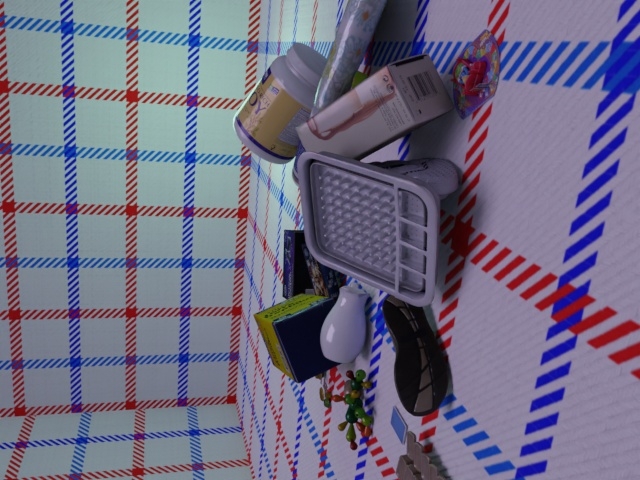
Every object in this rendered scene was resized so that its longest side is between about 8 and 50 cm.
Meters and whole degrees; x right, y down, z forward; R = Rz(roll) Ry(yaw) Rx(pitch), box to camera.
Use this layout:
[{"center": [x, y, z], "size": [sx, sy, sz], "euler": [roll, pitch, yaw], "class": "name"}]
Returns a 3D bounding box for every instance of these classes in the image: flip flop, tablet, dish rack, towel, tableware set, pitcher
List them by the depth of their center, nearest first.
[{"center": [0.105, -0.037, 1.222], "size": [0.333, 0.072, 0.285], "euler": [22, 134, 34], "class": "dish rack"}, {"center": [0.196, 0.235, 1.272], "size": [0.080, 0.112, 0.277], "euler": [68, -173, -54], "class": "flip flop"}, {"center": [0.187, 0.442, 1.443], "size": [0.083, 0.006, 0.054], "euler": [-123, 37, -65], "class": "tablet"}, {"center": [0.079, -0.499, 1.517], "size": [0.374, 0.090, 0.320], "euler": [-82, 12, -69], "class": "towel"}, {"center": [0.074, 0.224, 1.690], "size": [0.178, 0.125, 0.207], "euler": [-48, -28, -83], "class": "pitcher"}, {"center": [0.011, 0.492, 2.046], "size": [0.154, 0.024, 0.104], "euler": [-124, 34, -62], "class": "tableware set"}]

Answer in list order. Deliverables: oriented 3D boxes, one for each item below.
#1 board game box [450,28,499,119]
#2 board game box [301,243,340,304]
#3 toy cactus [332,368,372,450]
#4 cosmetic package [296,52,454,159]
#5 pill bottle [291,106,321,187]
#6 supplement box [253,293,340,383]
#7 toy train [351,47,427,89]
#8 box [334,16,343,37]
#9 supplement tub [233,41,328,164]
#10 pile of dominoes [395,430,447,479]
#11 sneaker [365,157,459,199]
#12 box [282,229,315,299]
[{"center": [0.274, -0.310, 1.125], "size": [0.168, 0.033, 0.133], "euler": [144, 125, -70], "class": "board game box"}, {"center": [0.008, 0.121, 1.916], "size": [0.165, 0.042, 0.243], "euler": [166, 88, -74], "class": "board game box"}, {"center": [0.085, 0.446, 1.667], "size": [0.180, 0.112, 0.219], "euler": [-111, 16, -75], "class": "toy cactus"}, {"center": [0.106, -0.256, 1.261], "size": [0.296, 0.153, 0.129], "euler": [-24, 94, 47], "class": "cosmetic package"}, {"center": [0.006, -0.281, 1.856], "size": [0.265, 0.153, 0.153], "euler": [108, 157, -47], "class": "pill bottle"}, {"center": [-0.063, 0.294, 1.895], "size": [0.195, 0.194, 0.356], "euler": [69, 164, -3], "class": "supplement box"}, {"center": [0.136, -0.349, 1.364], "size": [0.105, 0.143, 0.248], "euler": [-62, -8, -45], "class": "toy train"}, {"center": [0.088, -0.603, 1.796], "size": [0.186, 0.038, 0.145], "euler": [152, 117, -73], "class": "box"}, {"center": [-0.101, -0.435, 1.929], "size": [0.331, 0.241, 0.241], "euler": [-48, 37, 29], "class": "supplement tub"}, {"center": [0.237, 0.545, 1.249], "size": [0.251, 0.040, 0.196], "euler": [-131, 44, -55], "class": "pile of dominoes"}, {"center": [0.172, -0.064, 1.310], "size": [0.366, 0.137, 0.210], "euler": [10, 116, 59], "class": "sneaker"}, {"center": [-0.075, 0.093, 2.228], "size": [0.184, 0.103, 0.261], "euler": [-168, 79, -77], "class": "box"}]
